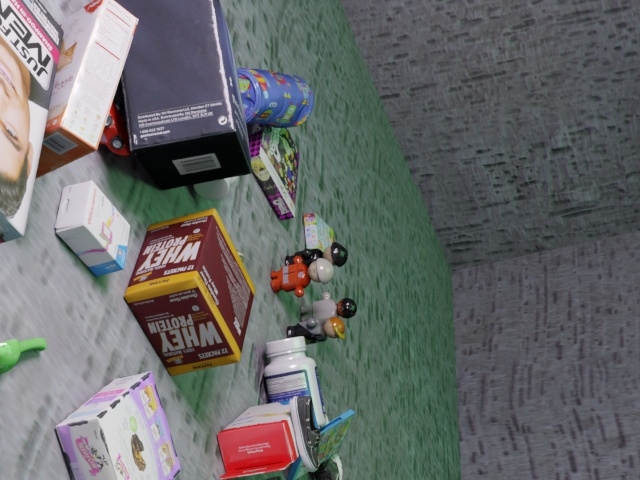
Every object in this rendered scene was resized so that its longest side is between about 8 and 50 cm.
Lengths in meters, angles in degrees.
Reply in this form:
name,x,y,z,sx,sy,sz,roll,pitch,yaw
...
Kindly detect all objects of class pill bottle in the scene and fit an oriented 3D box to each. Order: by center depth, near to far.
name,x,y,z,sx,sy,sz,roll,pitch,yaw
pill bottle,-0.203,-0.158,2.151,0.169,0.094,0.094,-85,156,-48
pill bottle,-0.057,0.296,2.255,0.112,0.112,0.187,12,66,-72

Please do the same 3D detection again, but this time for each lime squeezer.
name,x,y,z,sx,sy,sz,roll,pitch,yaw
lime squeezer,-0.412,0.095,1.329,0.310,0.058,0.110,54,28,-51

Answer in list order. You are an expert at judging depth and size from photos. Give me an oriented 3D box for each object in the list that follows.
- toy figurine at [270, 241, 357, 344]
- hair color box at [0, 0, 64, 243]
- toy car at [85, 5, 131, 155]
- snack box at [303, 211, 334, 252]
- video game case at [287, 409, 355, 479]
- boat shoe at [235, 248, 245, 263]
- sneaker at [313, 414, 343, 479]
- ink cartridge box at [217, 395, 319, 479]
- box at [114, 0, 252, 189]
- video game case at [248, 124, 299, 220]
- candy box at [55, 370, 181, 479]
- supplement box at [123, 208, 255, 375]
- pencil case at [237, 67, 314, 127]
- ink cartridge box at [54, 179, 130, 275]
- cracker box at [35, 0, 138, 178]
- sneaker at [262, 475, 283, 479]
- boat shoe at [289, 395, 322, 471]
name,x,y,z,sx,sy,sz,roll,pitch,yaw
toy figurine,-0.004,0.122,2.503,0.213,0.148,0.210,-45,120,-72
hair color box,-0.433,-0.186,1.351,0.185,0.113,0.374,57,24,-46
toy car,-0.373,-0.271,1.744,0.239,0.053,0.225,49,32,-60
snack box,0.000,0.000,2.805,0.141,0.037,0.100,44,36,-61
video game case,0.002,0.429,2.293,0.166,0.015,0.119,-21,139,-50
boat shoe,-0.217,0.026,2.062,0.065,0.075,0.206,37,9,23
sneaker,-0.011,0.464,2.390,0.077,0.072,0.178,1,68,-61
ink cartridge box,-0.100,0.363,2.021,0.231,0.134,0.078,-25,102,-74
box,-0.233,-0.271,1.863,0.296,0.182,0.294,84,-5,-80
video game case,-0.110,-0.199,2.584,0.232,0.041,0.210,-87,157,-44
candy box,-0.284,0.300,1.569,0.196,0.070,0.165,-42,118,-72
supplement box,-0.216,0.088,1.856,0.194,0.129,0.191,-82,153,-52
pencil case,-0.126,-0.307,2.407,0.119,0.133,0.306,36,18,17
ink cartridge box,-0.342,-0.018,1.653,0.122,0.052,0.089,56,26,-48
cracker box,-0.349,-0.210,1.508,0.067,0.155,0.232,36,51,-36
sneaker,-0.107,0.517,1.895,0.321,0.126,0.127,-26,97,-75
boat shoe,-0.020,0.349,1.981,0.049,0.040,0.142,-28,104,-73
